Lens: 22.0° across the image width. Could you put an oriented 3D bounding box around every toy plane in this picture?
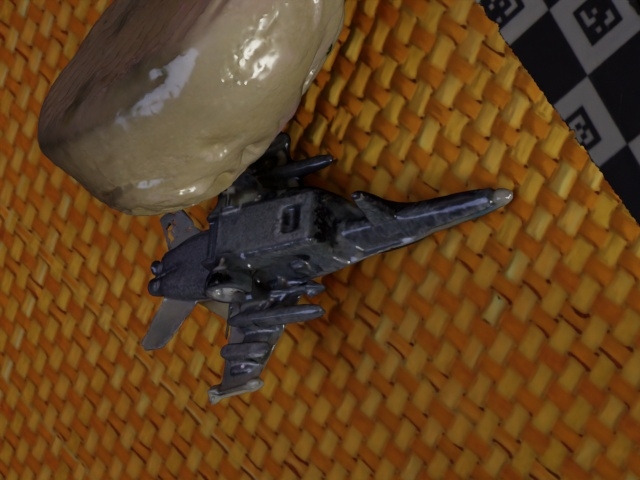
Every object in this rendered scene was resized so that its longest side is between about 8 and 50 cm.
[{"bbox_3d":[-0.007,-0.004,1.004,0.262,0.088,0.192,-21,55,39],"label":"toy plane"}]

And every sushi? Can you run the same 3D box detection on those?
[{"bbox_3d":[0.180,-0.143,0.830,0.192,0.050,0.215,-47,60,33],"label":"sushi"}]

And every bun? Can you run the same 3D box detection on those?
[{"bbox_3d":[-0.070,-0.103,0.999,0.116,0.210,0.237,41,158,-21],"label":"bun"}]
